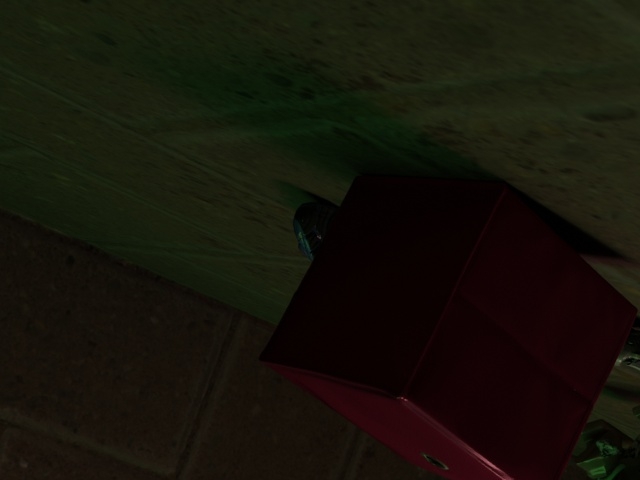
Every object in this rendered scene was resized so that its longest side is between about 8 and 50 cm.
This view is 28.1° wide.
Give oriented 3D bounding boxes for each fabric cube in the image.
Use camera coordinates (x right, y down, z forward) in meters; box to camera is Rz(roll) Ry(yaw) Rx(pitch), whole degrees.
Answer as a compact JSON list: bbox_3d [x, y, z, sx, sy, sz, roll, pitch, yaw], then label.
[{"bbox_3d":[0.141,0.105,1.418,0.258,0.259,0.254,38,163,-34],"label":"fabric cube"}]

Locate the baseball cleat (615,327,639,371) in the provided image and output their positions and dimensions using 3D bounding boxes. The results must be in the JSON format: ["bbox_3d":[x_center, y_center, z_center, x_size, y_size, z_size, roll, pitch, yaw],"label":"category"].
[{"bbox_3d":[0.435,0.157,1.696,0.109,0.072,0.206,1,-174,-43],"label":"baseball cleat"}]

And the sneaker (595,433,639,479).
[{"bbox_3d":[0.484,0.379,1.938,0.182,0.410,0.158,28,162,12],"label":"sneaker"}]

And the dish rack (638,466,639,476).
[{"bbox_3d":[0.531,0.257,1.749,0.074,0.208,0.271,35,171,8],"label":"dish rack"}]

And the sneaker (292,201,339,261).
[{"bbox_3d":[0.000,0.000,1.773,0.087,0.083,0.221,25,169,23],"label":"sneaker"}]

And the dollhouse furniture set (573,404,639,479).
[{"bbox_3d":[0.674,0.485,2.239,0.394,0.362,0.256,-28,132,36],"label":"dollhouse furniture set"}]
